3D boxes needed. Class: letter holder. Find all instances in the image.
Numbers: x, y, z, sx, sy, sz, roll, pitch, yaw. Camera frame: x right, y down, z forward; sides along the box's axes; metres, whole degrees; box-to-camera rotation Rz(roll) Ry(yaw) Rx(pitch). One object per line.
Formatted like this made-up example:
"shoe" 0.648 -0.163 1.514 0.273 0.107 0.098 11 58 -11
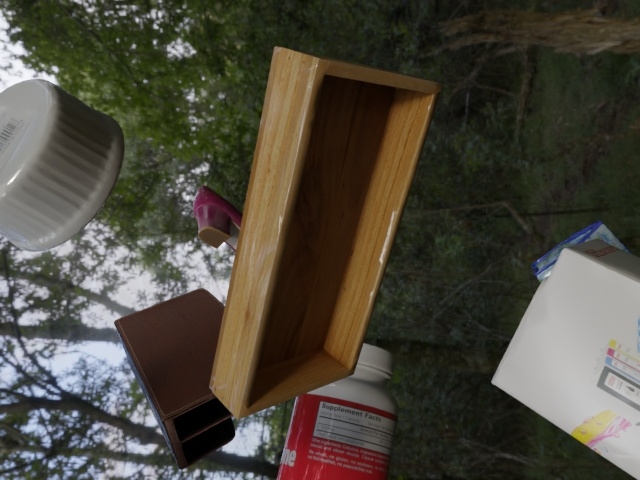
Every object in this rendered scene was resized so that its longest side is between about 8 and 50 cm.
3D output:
"letter holder" -0.253 0.257 1.083 0.302 0.215 0.151 40 144 45

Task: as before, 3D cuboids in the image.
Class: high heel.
"high heel" -0.132 -0.005 0.976 0.244 0.082 0.117 30 -146 -38

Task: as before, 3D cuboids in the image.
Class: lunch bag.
"lunch bag" 0.493 0.056 0.986 0.151 0.129 0.096 -42 -2 22

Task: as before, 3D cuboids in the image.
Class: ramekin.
"ramekin" -0.478 -0.132 0.888 0.135 0.278 0.277 42 -134 -54

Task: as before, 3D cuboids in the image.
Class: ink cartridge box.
"ink cartridge box" 0.333 0.123 0.534 0.171 0.233 0.168 -4 -60 -52

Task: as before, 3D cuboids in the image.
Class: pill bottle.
"pill bottle" 0.041 0.430 1.140 0.229 0.229 0.407 84 -162 -66

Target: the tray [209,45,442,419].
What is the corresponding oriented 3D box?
"tray" 0.000 0.000 0.640 0.203 0.076 0.410 -7 -62 -44
